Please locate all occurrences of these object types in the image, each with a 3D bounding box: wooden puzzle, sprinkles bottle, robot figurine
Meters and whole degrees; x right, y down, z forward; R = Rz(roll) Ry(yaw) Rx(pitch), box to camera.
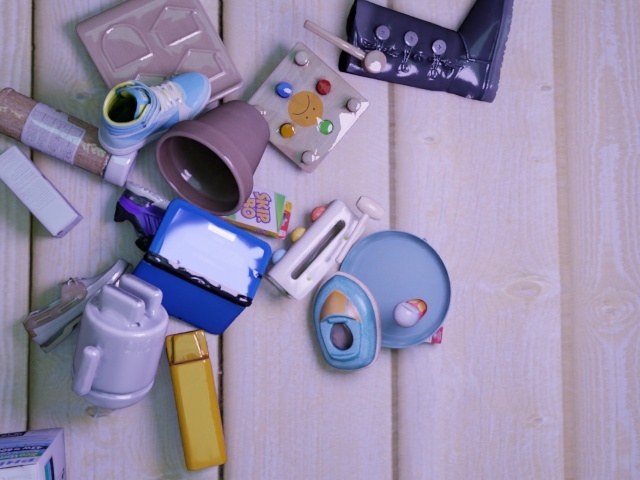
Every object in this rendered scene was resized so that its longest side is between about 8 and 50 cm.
[{"bbox_3d":[-0.419,-0.479,1.928,0.322,0.080,0.348,-29,88,-12],"label":"wooden puzzle"},{"bbox_3d":[-0.641,-0.258,1.845,0.355,0.121,0.121,24,83,-9],"label":"sprinkles bottle"},{"bbox_3d":[-0.485,0.260,1.767,0.199,0.300,0.354,27,116,17],"label":"robot figurine"}]

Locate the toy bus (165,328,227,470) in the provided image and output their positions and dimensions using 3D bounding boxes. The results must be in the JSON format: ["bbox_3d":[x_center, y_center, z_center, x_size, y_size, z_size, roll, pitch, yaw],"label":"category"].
[{"bbox_3d":[-0.320,0.401,1.871,0.108,0.130,0.333,-9,89,-12],"label":"toy bus"}]

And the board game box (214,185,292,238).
[{"bbox_3d":[-0.203,-0.093,1.948,0.259,0.039,0.124,18,60,-12],"label":"board game box"}]

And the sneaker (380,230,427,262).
[{"bbox_3d":[0.276,0.071,2.013,0.240,0.091,0.126,43,100,-5],"label":"sneaker"}]

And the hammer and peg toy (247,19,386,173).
[{"bbox_3d":[-0.012,-0.395,1.943,0.266,0.127,0.361,39,94,-7],"label":"hammer and peg toy"}]

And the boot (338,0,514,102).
[{"bbox_3d":[0.295,-0.599,2.050,0.444,0.146,0.367,10,84,-6],"label":"boot"}]

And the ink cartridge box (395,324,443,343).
[{"bbox_3d":[0.269,0.230,2.035,0.135,0.056,0.099,7,87,-11],"label":"ink cartridge box"}]

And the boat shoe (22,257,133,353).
[{"bbox_3d":[-0.608,0.143,1.836,0.302,0.113,0.103,-44,101,-9],"label":"boat shoe"}]

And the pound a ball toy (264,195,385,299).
[{"bbox_3d":[0.000,0.000,1.916,0.135,0.208,0.319,43,81,-7],"label":"pound a ball toy"}]

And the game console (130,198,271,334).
[{"bbox_3d":[-0.314,0.073,1.870,0.293,0.173,0.250,28,72,-20],"label":"game console"}]

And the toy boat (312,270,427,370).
[{"bbox_3d":[0.118,0.202,1.902,0.318,0.148,0.268,-13,90,25],"label":"toy boat"}]

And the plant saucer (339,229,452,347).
[{"bbox_3d":[0.200,0.128,1.963,0.317,0.043,0.318,2,95,24],"label":"plant saucer"}]

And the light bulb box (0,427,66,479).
[{"bbox_3d":[-0.780,0.586,1.653,0.357,0.361,0.226,-4,88,-12],"label":"light bulb box"}]

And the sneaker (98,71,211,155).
[{"bbox_3d":[-0.388,-0.335,1.760,0.319,0.208,0.127,-39,87,-20],"label":"sneaker"}]

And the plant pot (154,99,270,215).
[{"bbox_3d":[-0.244,-0.227,1.840,0.263,0.263,0.229,41,53,-7],"label":"plant pot"}]

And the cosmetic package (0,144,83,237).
[{"bbox_3d":[-0.704,-0.119,1.829,0.085,0.117,0.231,-44,97,-9],"label":"cosmetic package"}]

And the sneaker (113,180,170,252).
[{"bbox_3d":[-0.402,-0.023,1.900,0.293,0.102,0.146,31,87,-4],"label":"sneaker"}]
